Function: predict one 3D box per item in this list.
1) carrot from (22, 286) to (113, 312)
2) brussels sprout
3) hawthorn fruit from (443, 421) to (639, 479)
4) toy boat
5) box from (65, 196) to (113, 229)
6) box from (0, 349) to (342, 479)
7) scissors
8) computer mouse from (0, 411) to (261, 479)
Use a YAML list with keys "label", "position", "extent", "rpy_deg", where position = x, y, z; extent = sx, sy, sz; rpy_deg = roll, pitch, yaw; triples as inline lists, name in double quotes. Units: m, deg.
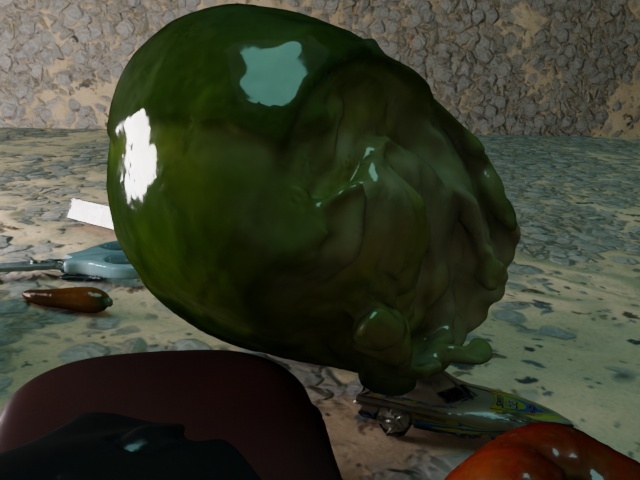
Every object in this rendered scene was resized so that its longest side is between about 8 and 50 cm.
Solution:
- label: "carrot"
  position: [-0.331, 0.075, 0.918]
  extent: [0.142, 0.035, 0.035]
  rpy_deg: [3, 17, 15]
- label: "brussels sprout"
  position: [-0.008, -0.035, 0.606]
  extent: [0.371, 0.276, 0.314]
  rpy_deg: [30, -14, -37]
- label: "hawthorn fruit"
  position: [0.124, 0.192, 0.375]
  extent: [0.189, 0.189, 0.189]
  rpy_deg: [3, 17, -1]
- label: "toy boat"
  position: [0.132, 0.157, 0.673]
  extent: [0.210, 0.066, 0.084]
  rpy_deg: [8, 19, 13]
- label: "box"
  position: [-0.344, -0.034, 1.223]
  extent: [0.218, 0.040, 0.055]
  rpy_deg: [13, -3, 30]
- label: "box"
  position: [-0.100, 0.195, 0.435]
  extent: [0.262, 0.108, 0.404]
  rpy_deg: [0, 18, -10]
- label: "scissors"
  position: [-0.393, 0.038, 1.035]
  extent: [0.360, 0.030, 0.191]
  rpy_deg: [-6, 15, -21]
- label: "computer mouse"
  position: [-0.115, 0.141, 0.297]
  extent: [0.146, 0.088, 0.264]
  rpy_deg: [12, 18, 19]
